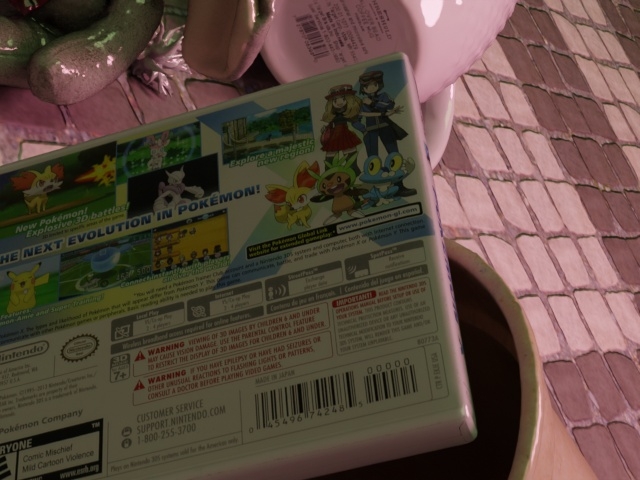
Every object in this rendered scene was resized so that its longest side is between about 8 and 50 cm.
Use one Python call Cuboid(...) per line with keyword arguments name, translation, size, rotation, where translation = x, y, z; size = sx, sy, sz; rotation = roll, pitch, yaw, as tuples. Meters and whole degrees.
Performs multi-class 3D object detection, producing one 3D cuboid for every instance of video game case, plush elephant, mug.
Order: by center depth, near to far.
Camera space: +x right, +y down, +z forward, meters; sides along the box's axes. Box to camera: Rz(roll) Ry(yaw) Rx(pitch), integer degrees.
Cuboid(name="video game case", translation=(-0.080, 0.032, 0.870), size=(0.036, 0.329, 0.299), rotation=(62, 17, -49))
Cuboid(name="plush elephant", translation=(-0.158, -0.249, 1.072), size=(0.330, 0.255, 0.271), rotation=(19, 47, -45))
Cuboid(name="mug", translation=(0.077, -0.239, 1.404), size=(0.328, 0.276, 0.374), rotation=(-61, 145, -50))

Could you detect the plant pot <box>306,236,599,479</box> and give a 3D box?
Cuboid(name="plant pot", translation=(0.070, 0.212, 0.934), size=(0.305, 0.334, 0.333), rotation=(44, 31, -39))
